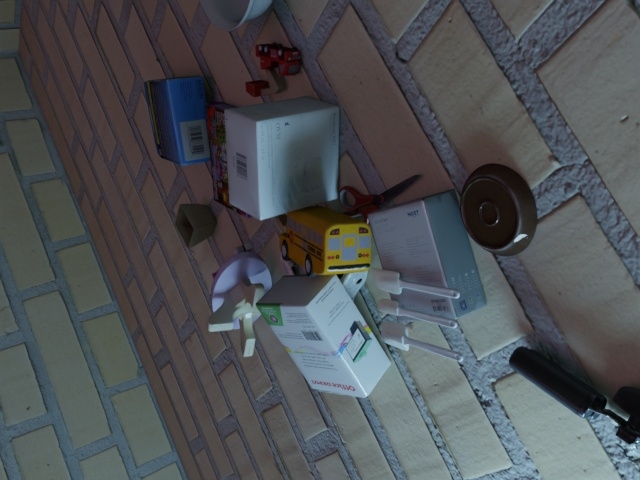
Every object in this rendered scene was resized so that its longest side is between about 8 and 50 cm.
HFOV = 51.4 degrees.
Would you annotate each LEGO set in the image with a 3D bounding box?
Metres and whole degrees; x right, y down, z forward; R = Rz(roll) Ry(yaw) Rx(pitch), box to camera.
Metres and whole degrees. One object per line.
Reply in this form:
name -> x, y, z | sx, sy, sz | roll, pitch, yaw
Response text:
LEGO set -> -0.272, 0.099, 2.040 | 0.087, 0.093, 0.227 | 63, 146, 15

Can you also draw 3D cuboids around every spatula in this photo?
spatula -> 0.186, 0.146, 1.287 | 0.242, 0.019, 0.168 | 8, 107, 54

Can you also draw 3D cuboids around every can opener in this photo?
can opener -> 0.440, 0.249, 1.083 | 0.280, 0.074, 0.093 | 30, 94, 45

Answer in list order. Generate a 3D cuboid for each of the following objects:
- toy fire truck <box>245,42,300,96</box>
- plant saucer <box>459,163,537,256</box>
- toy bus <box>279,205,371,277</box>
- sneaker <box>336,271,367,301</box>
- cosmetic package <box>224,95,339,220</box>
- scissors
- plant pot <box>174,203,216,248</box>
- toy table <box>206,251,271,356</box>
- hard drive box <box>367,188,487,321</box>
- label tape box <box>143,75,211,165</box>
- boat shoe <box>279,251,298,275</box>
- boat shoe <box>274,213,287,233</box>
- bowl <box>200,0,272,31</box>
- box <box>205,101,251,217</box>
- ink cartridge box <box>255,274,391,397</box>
toy fire truck -> -0.116, -0.408, 1.618 | 0.192, 0.047, 0.135 | 29, 128, 46
plant saucer -> 0.304, -0.050, 1.171 | 0.168, 0.029, 0.169 | 31, 130, 47
toy bus -> 0.000, 0.000, 1.487 | 0.332, 0.108, 0.130 | -152, 60, -68
sneaker -> 0.035, 0.091, 1.590 | 0.121, 0.079, 0.217 | 50, 142, 29
cosmetic package -> -0.082, -0.191, 1.502 | 0.138, 0.224, 0.224 | 28, 127, 45
scissors -> 0.129, -0.076, 1.434 | 0.297, 0.021, 0.109 | -5, 98, 56
plant pot -> -0.401, -0.057, 2.160 | 0.109, 0.096, 0.109 | 56, 144, 23
toy table -> -0.206, 0.187, 1.879 | 0.161, 0.252, 0.275 | -118, 22, -48
hard drive box -> 0.204, 0.034, 1.302 | 0.181, 0.089, 0.232 | -12, 95, 57
label tape box -> -0.444, -0.376, 2.059 | 0.347, 0.115, 0.249 | -154, 54, -63
boat shoe -> -0.080, 0.068, 1.801 | 0.035, 0.035, 0.100 | -23, 80, 30
boat shoe -> -0.069, -0.025, 1.726 | 0.135, 0.050, 0.045 | 52, 140, 13
bowl -> -0.172, -0.637, 1.518 | 0.297, 0.134, 0.298 | 31, 129, 46
box -> -0.245, -0.231, 1.883 | 0.200, 0.057, 0.294 | 26, 125, 49
ink cartridge box -> 0.008, 0.220, 1.555 | 0.201, 0.117, 0.278 | -6, 122, 50
